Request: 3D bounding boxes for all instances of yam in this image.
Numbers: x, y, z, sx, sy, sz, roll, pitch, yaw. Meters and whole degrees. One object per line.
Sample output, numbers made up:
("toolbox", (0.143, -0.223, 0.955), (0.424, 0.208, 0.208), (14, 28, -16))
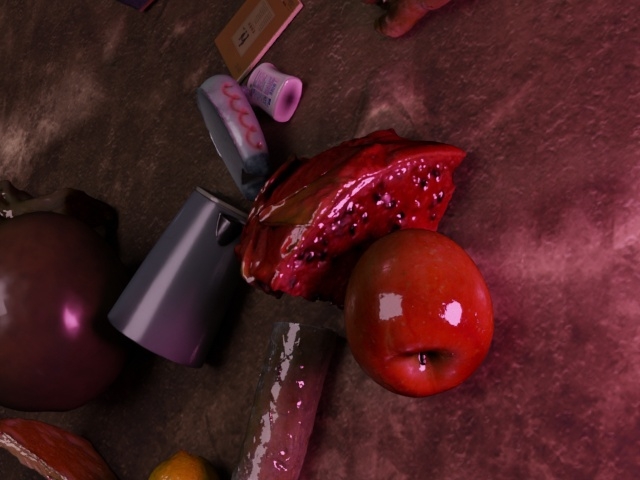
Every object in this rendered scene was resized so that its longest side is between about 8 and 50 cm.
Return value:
("yam", (-0.051, 0.235, 1.483), (0.093, 0.093, 0.259), (11, 84, 48))

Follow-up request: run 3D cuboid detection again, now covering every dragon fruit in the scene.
("dragon fruit", (0.000, 0.000, 1.474), (0.330, 0.302, 0.240), (2, 109, 62))

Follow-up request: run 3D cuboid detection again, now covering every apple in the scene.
("apple", (0.113, 0.086, 1.306), (0.181, 0.181, 0.168), (-46, 27, 25))

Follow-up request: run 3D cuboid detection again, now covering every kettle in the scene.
("kettle", (-0.194, 0.044, 1.685), (0.243, 0.160, 0.210), (-61, 14, 1))

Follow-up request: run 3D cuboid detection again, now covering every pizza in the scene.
("pizza", (-0.397, 0.356, 1.766), (0.262, 0.181, 0.034), (31, 97, 23))

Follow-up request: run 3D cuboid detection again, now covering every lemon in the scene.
("lemon", (-0.194, 0.362, 1.571), (0.109, 0.109, 0.133), (-3, 78, 46))

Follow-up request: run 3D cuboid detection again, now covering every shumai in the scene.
("shumai", (-0.527, 0.004, 1.972), (0.283, 0.217, 0.346), (-35, 50, 34))

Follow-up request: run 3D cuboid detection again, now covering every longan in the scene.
("longan", (-0.440, 0.117, 1.770), (0.319, 0.319, 0.319), (-19, 63, 41))

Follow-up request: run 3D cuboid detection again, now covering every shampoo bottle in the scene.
("shampoo bottle", (-0.075, -0.230, 1.710), (0.099, 0.043, 0.072), (36, 110, 48))

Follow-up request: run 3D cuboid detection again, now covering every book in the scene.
("book", (-0.102, -0.351, 1.806), (0.172, 0.012, 0.118), (-47, 47, 24))

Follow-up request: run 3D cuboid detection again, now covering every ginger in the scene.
("ginger", (0.096, -0.388, 1.569), (0.333, 0.080, 0.166), (47, 126, 37))

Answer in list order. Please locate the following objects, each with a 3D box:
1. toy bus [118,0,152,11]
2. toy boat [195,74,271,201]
("toy bus", (-0.396, -0.537, 1.988), (0.138, 0.275, 0.167), (-34, 55, 33))
("toy boat", (-0.117, -0.163, 1.681), (0.079, 0.134, 0.208), (-23, 64, -12))
